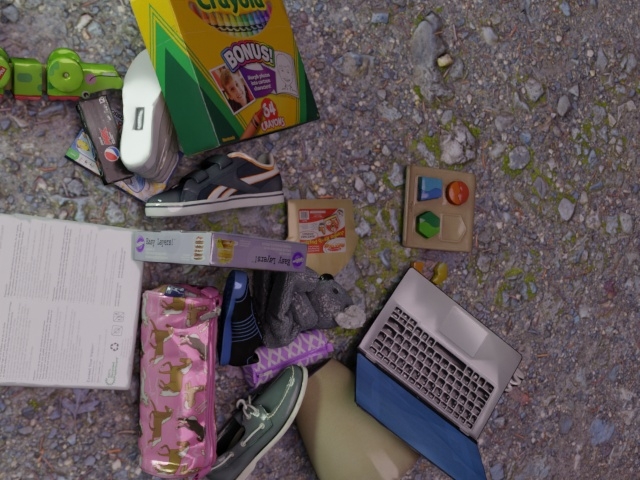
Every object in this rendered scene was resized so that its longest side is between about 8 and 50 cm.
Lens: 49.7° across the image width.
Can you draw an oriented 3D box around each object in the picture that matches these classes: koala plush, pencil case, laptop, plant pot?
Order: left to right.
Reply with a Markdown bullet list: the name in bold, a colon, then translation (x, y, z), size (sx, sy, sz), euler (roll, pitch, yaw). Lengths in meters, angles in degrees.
- **pencil case**: translation (-0.285, 0.281, 1.405), size (0.160, 0.167, 0.386), euler (3, 88, -25)
- **pencil case**: translation (-0.081, 0.261, 1.553), size (0.206, 0.088, 0.086), euler (-20, 99, -26)
- **koala plush**: translation (-0.024, 0.144, 1.538), size (0.221, 0.196, 0.203), euler (8, 94, -29)
- **plant pot**: translation (0.055, 0.409, 1.550), size (0.256, 0.256, 0.274), euler (-34, 88, -23)
- **laptop**: translation (0.292, 0.313, 1.584), size (0.382, 0.236, 0.408), euler (39, 70, -7)

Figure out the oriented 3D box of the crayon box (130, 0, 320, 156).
- **crayon box**: translation (-0.177, -0.363, 1.424), size (0.363, 0.106, 0.313), euler (-29, 104, -54)

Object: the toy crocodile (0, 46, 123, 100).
- **toy crocodile**: translation (-0.551, -0.310, 1.317), size (0.341, 0.115, 0.105), euler (-3, 117, -26)

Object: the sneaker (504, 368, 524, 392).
- **sneaker**: translation (0.390, 0.389, 1.789), size (0.292, 0.110, 0.118), euler (-33, 89, -26)

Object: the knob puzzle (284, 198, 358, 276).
- **knob puzzle**: translation (0.000, 0.000, 1.631), size (0.213, 0.030, 0.213), euler (1, 88, -27)

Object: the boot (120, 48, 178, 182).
- **boot**: translation (-0.335, -0.246, 1.391), size (0.095, 0.123, 0.258), euler (6, 79, 11)

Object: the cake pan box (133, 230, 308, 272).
- **cake pan box**: translation (-0.202, 0.022, 1.375), size (0.246, 0.267, 0.070), euler (10, 83, -47)

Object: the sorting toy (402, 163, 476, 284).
- **sorting toy**: translation (0.310, -0.033, 1.781), size (0.229, 0.041, 0.307), euler (5, 86, -26)

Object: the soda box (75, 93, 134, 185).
- **soda box**: translation (-0.426, -0.197, 1.368), size (0.060, 0.053, 0.168), euler (-21, 98, -24)

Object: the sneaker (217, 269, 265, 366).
- **sneaker**: translation (-0.157, 0.162, 1.431), size (0.091, 0.081, 0.232), euler (2, 121, -17)

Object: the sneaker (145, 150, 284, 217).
- **sneaker**: translation (-0.227, -0.122, 1.469), size (0.321, 0.126, 0.127), euler (-12, 99, -38)

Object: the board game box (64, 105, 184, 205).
- **board game box**: translation (-0.402, -0.176, 1.430), size (0.201, 0.035, 0.136), euler (32, 75, -23)

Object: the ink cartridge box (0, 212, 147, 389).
- **ink cartridge box**: translation (-0.521, 0.120, 1.346), size (0.330, 0.071, 0.324), euler (8, 84, -24)

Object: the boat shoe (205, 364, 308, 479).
- **boat shoe**: translation (-0.145, 0.388, 1.472), size (0.099, 0.116, 0.319), euler (34, 95, -21)
